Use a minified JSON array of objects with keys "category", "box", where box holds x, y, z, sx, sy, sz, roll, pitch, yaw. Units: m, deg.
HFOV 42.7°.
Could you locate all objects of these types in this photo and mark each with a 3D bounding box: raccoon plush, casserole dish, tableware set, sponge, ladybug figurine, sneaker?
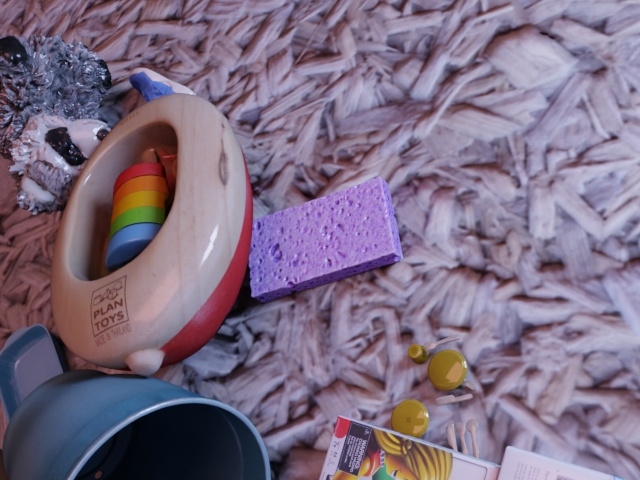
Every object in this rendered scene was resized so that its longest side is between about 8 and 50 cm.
[{"category":"raccoon plush","box":[-0.479,-0.136,1.371,0.446,0.216,0.299,-23,69,52]},{"category":"casserole dish","box":[-0.421,0.211,1.214,0.114,0.037,0.188,-38,56,8]},{"category":"tableware set","box":[0.128,0.189,0.935,0.104,0.024,0.154,-19,61,24]},{"category":"sponge","box":[0.000,0.000,1.086,0.210,0.031,0.117,-18,60,21]},{"category":"ladybug figurine","box":[-0.210,-0.005,1.089,0.305,0.162,0.449,-24,45,23]},{"category":"sneaker","box":[-0.273,-0.222,1.323,0.152,0.058,0.084,27,73,28]}]

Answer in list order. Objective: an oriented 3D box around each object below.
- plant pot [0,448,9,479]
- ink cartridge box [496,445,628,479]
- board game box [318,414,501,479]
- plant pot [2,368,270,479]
[{"category":"plant pot","box":[-0.464,0.391,1.050,0.256,0.256,0.274,-43,37,4]},{"category":"ink cartridge box","box":[0.266,0.301,0.763,0.212,0.093,0.154,10,73,33]},{"category":"board game box","box":[0.065,0.359,0.857,0.193,0.053,0.305,10,78,32]},{"category":"plant pot","box":[-0.243,0.277,0.965,0.255,0.272,0.271,15,75,48]}]
